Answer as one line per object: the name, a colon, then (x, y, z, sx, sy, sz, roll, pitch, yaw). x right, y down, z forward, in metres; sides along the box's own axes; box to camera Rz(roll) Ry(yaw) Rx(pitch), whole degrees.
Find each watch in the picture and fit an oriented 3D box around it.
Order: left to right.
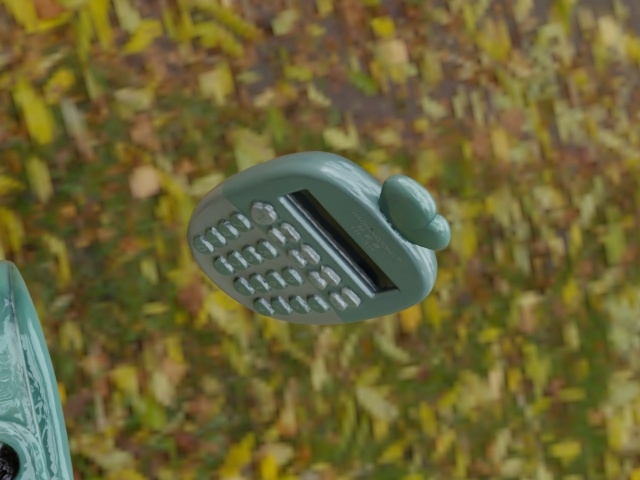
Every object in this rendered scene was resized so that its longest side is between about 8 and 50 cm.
watch: (-0.175, 0.124, 1.121, 0.195, 0.068, 0.237, -118, -161, -68)

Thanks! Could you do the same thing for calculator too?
calculator: (0.000, 0.000, 0.891, 0.095, 0.153, 0.021, 46, 49, -23)
